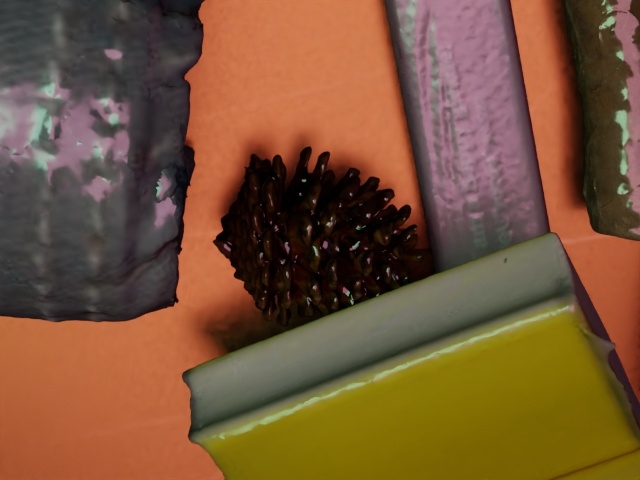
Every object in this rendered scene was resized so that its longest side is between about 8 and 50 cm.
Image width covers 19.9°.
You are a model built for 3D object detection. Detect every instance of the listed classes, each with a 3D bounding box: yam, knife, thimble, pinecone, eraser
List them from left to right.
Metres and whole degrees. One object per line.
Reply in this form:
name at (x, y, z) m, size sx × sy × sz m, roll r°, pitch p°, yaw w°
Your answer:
thimble at (-0.142, -0.063, 0.910) m, size 0.172 × 0.236 × 0.205 m, roll 9°, pitch 93°, yaw -6°
pinecone at (-0.001, 0.004, 0.997) m, size 0.109 × 0.102 × 0.102 m, roll 25°, pitch 98°, yaw 4°
eraser at (0.060, 0.100, 0.988) m, size 0.226 × 0.069 × 0.158 m, roll -21°, pitch 128°, yaw 13°
knife at (0.081, -0.069, 1.023) m, size 0.132 × 0.038 × 0.399 m, roll -12°, pitch 102°, yaw 2°
yam at (0.162, -0.151, 1.000) m, size 0.066 × 0.066 × 0.300 m, roll -8°, pitch 100°, yaw -2°
